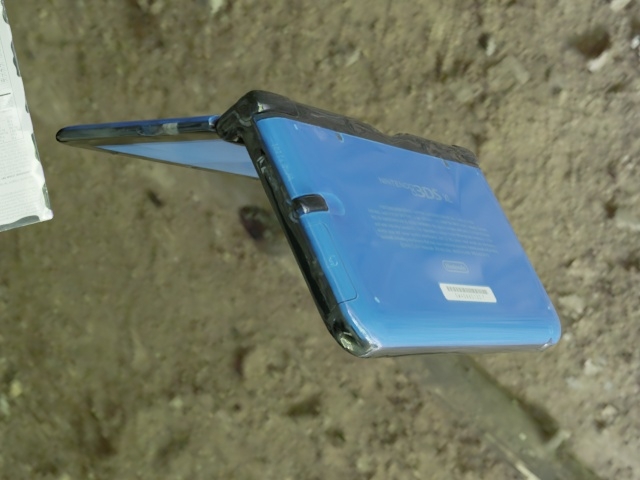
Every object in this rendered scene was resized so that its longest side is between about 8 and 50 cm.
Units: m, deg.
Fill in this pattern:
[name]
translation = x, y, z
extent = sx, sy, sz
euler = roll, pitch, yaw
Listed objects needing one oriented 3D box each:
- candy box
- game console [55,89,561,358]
[candy box]
translation = -0.293, -0.123, 0.954
extent = 0.165, 0.070, 0.196
euler = 35, 137, 60
[game console]
translation = 0.000, 0.000, 0.816
extent = 0.173, 0.293, 0.250
euler = -35, 67, 28
